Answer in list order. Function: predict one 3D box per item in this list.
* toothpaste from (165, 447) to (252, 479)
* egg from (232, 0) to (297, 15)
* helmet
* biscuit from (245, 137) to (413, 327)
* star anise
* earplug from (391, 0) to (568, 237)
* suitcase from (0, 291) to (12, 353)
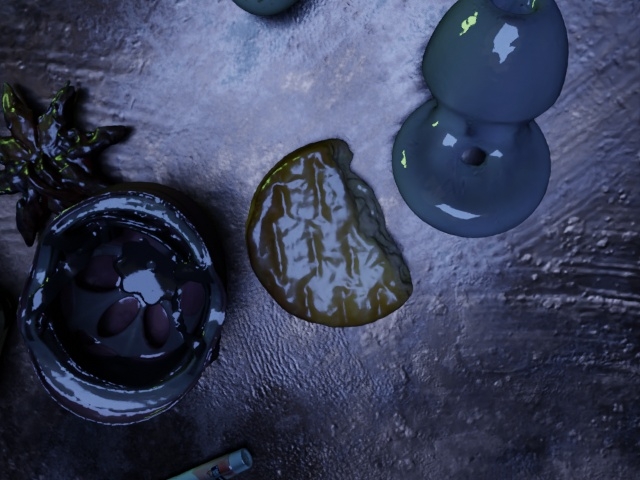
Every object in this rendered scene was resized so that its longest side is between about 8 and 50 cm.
[{"bbox_3d":[-0.209,0.405,1.003,0.205,0.036,0.056,-29,100,14],"label":"toothpaste"},{"bbox_3d":[-0.069,-0.391,0.764,0.150,0.149,0.192,14,107,2],"label":"egg"},{"bbox_3d":[-0.265,0.069,0.854,0.271,0.197,0.338,12,111,-6],"label":"helmet"},{"bbox_3d":[0.000,0.000,0.871,0.213,0.091,0.274,-20,101,6],"label":"biscuit"},{"bbox_3d":[-0.417,-0.108,0.878,0.272,0.102,0.271,1,100,7],"label":"star anise"},{"bbox_3d":[0.212,-0.166,0.775,0.214,0.175,0.325,11,103,4],"label":"earplug"},{"bbox_3d":[-0.671,0.126,0.901,0.352,0.194,0.339,23,100,0],"label":"suitcase"}]
